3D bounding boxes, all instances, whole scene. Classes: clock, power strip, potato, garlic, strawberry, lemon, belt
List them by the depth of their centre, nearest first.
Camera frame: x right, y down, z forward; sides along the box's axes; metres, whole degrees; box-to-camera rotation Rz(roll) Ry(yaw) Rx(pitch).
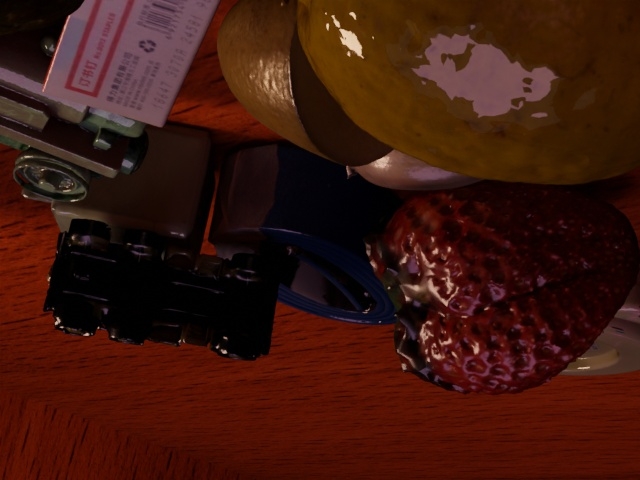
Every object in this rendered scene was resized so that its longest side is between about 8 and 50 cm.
[{"bbox_3d":[0.138,-0.167,0.914,0.316,0.285,0.285,27,165,17],"label":"lemon"},{"bbox_3d":[-0.015,-0.166,1.184,0.158,0.178,0.203,17,-169,34],"label":"potato"},{"bbox_3d":[0.145,-0.098,1.365,0.267,0.148,0.128,10,124,18],"label":"garlic"},{"bbox_3d":[0.210,0.036,1.497,0.288,0.250,0.238,-25,-176,14],"label":"strawberry"},{"bbox_3d":[-0.246,-0.064,1.601,0.224,0.139,0.140,11,161,2],"label":"power strip"},{"bbox_3d":[0.000,0.000,1.677,0.212,0.117,0.347,-1,159,29],"label":"belt"},{"bbox_3d":[0.313,0.097,1.777,0.310,0.114,0.284,-1,155,26],"label":"clock"}]

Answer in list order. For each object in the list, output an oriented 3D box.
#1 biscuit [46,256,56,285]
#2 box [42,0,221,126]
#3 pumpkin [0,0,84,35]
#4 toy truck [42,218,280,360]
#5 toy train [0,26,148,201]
[{"bbox_3d":[-0.253,-0.001,1.689,0.131,0.231,0.025,11,126,3],"label":"biscuit"},{"bbox_3d":[-0.164,-0.198,1.203,0.123,0.050,0.229,16,139,-15],"label":"box"},{"bbox_3d":[-0.245,-0.267,0.923,0.242,0.232,0.325,28,151,-32],"label":"pumpkin"},{"bbox_3d":[-0.179,0.064,1.531,0.257,0.127,0.127,10,167,-7],"label":"toy truck"},{"bbox_3d":[-0.305,-0.160,1.376,0.304,0.150,0.221,20,152,-18],"label":"toy train"}]
